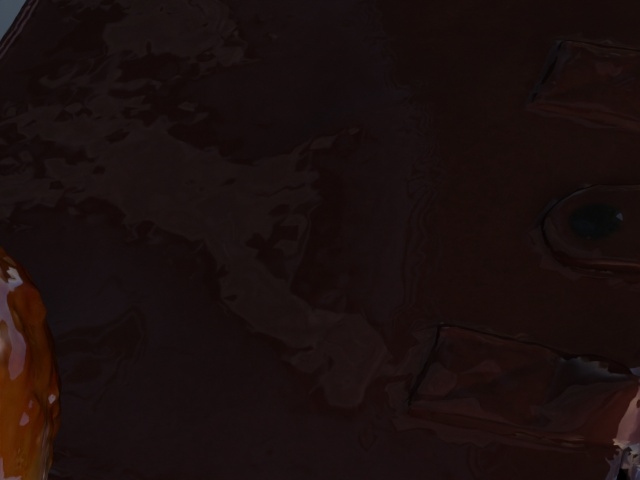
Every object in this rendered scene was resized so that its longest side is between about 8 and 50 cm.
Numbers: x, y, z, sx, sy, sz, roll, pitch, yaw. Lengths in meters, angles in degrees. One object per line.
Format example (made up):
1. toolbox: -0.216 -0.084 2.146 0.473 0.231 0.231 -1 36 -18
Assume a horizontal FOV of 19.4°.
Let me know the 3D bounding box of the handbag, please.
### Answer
1. handbag: -0.001 -0.001 0.611 0.084 0.276 0.260 72 35 -47

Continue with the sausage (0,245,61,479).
1. sausage: -0.193 0.017 0.457 0.153 0.268 0.141 -67 -168 -23
